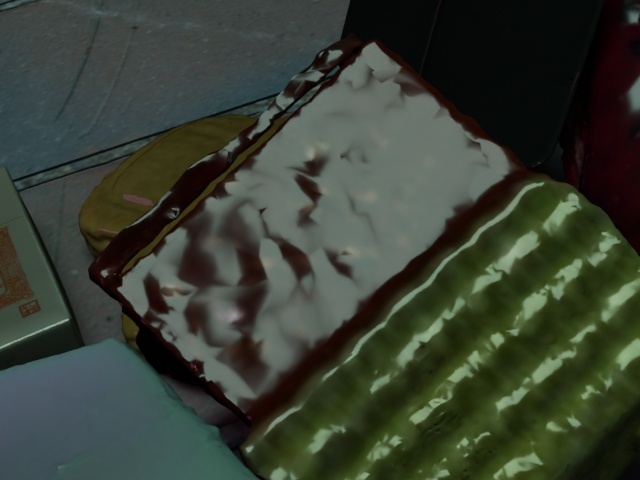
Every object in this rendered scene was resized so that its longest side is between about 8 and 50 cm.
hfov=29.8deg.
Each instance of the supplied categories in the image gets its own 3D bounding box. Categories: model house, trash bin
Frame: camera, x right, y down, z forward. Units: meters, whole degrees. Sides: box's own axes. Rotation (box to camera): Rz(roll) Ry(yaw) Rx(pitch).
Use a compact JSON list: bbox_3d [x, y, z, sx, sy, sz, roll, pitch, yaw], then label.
[{"bbox_3d":[0.045,0.055,0.575,0.196,0.160,0.254,-43,57,-9],"label":"model house"},{"bbox_3d":[0.094,-0.153,0.781,0.115,0.165,0.225,13,18,-10],"label":"trash bin"}]

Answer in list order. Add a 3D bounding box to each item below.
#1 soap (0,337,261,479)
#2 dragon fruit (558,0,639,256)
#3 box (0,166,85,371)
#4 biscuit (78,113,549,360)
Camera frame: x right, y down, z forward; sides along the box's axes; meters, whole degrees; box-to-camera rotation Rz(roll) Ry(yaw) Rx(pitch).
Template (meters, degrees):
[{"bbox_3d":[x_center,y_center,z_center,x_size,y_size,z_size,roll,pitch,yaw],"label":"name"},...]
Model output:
[{"bbox_3d":[-0.225,0.225,0.482,0.446,0.156,0.261,-31,42,-20],"label":"soap"},{"bbox_3d":[0.268,-0.087,0.656,0.302,0.240,0.330,-14,43,-26],"label":"dragon fruit"},{"bbox_3d":[-0.241,0.042,0.790,0.141,0.058,0.201,-23,40,-11],"label":"box"},{"bbox_3d":[-0.001,-0.003,0.785,0.376,0.051,0.269,17,49,32],"label":"biscuit"}]
